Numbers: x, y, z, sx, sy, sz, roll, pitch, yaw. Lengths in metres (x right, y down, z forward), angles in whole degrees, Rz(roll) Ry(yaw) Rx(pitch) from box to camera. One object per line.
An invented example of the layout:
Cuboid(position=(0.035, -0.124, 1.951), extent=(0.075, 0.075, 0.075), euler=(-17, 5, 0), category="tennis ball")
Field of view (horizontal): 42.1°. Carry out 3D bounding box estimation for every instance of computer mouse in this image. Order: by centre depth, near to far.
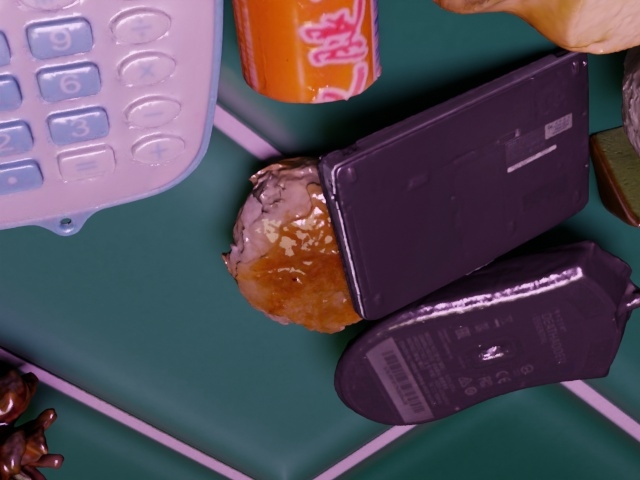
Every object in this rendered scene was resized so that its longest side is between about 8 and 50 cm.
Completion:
Cuboid(position=(0.137, 0.067, 0.685), extent=(0.264, 0.088, 0.147), euler=(-14, 133, 12), category="computer mouse")

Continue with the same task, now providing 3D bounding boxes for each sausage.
Cuboid(position=(-0.018, -0.227, 0.443), extent=(0.093, 0.093, 0.312), euler=(-4, 130, 2), category="sausage")

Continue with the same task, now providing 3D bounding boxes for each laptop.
Cuboid(position=(0.105, -0.036, 0.593), extent=(0.207, 0.026, 0.154), euler=(-25, 128, -13), category="laptop")

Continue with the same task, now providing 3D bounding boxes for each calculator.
Cuboid(position=(-0.185, -0.154, 0.487), extent=(0.256, 0.054, 0.386), euler=(-13, 131, -16), category="calculator")

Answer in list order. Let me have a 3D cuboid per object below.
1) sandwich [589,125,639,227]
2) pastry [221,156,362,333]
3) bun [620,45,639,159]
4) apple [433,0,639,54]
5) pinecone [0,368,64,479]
Cuboid(position=(0.247, -0.027, 0.595), extent=(0.074, 0.116, 0.074), euler=(-16, 127, 13), category="sandwich")
Cuboid(position=(0.002, 0.003, 0.639), extent=(0.153, 0.081, 0.153), euler=(1, 124, 1), category="pastry")
Cuboid(position=(0.274, -0.104, 0.490), extent=(0.195, 0.195, 0.118), euler=(-8, 117, 6), category="bun")
Cuboid(position=(0.145, -0.239, 0.343), extent=(0.314, 0.252, 0.309), euler=(19, 159, 5), category="apple")
Cuboid(position=(-0.365, 0.162, 0.677), extent=(0.309, 0.244, 0.244), euler=(27, 125, -34), category="pinecone")
